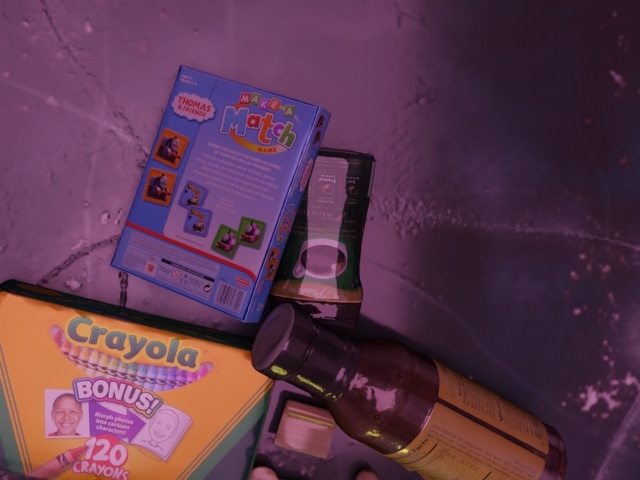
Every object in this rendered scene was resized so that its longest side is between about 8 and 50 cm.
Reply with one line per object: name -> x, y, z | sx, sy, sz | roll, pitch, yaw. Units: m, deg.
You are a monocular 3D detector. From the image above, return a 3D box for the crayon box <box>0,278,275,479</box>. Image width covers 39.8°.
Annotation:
crayon box -> -0.195, 0.153, 0.867 | 0.278, 0.081, 0.165 | 15, 92, -10

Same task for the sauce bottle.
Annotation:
sauce bottle -> 0.091, 0.164, 0.874 | 0.344, 0.111, 0.111 | 32, 89, -23

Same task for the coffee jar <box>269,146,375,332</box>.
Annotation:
coffee jar -> 0.000, 0.000, 0.889 | 0.096, 0.079, 0.184 | 5, 93, -6

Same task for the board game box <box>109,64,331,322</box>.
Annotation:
board game box -> -0.098, -0.047, 0.851 | 0.160, 0.039, 0.211 | 20, 92, 22

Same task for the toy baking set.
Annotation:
toy baking set -> 0.032, 0.278, 0.946 | 0.256, 0.030, 0.197 | 43, 90, -10
